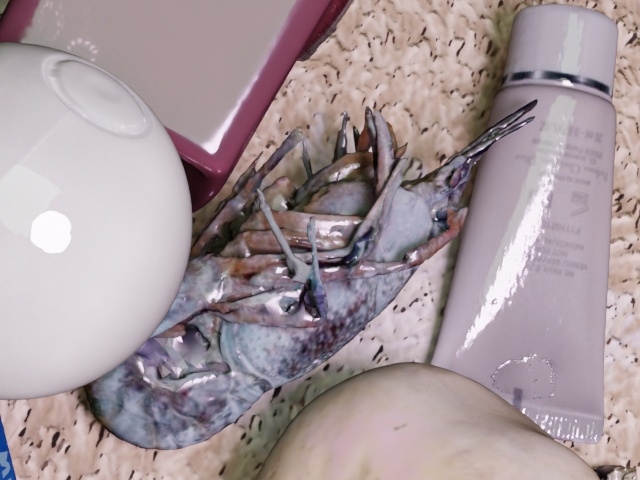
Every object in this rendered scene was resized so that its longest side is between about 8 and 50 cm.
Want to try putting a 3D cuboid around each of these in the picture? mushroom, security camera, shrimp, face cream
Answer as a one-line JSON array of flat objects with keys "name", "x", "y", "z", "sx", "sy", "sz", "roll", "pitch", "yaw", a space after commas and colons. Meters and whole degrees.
[{"name": "mushroom", "x": 0.080, "y": 0.213, "z": 0.980, "sx": 0.234, "sy": 0.254, "sz": 0.260, "roll": 43, "pitch": 36, "yaw": -45}, {"name": "security camera", "x": -0.180, "y": -0.018, "z": 0.788, "sx": 0.236, "sy": 0.194, "sz": 0.195, "roll": 29, "pitch": 69, "yaw": -16}, {"name": "shrimp", "x": -0.001, "y": 0.002, "z": 1.018, "sx": 0.137, "sy": 0.172, "sz": 0.372, "roll": 45, "pitch": 83, "yaw": -8}, {"name": "face cream", "x": 0.162, "y": -0.015, "z": 1.122, "sx": 0.143, "sy": 0.089, "sz": 0.314, "roll": 11, "pitch": 80, "yaw": -13}]

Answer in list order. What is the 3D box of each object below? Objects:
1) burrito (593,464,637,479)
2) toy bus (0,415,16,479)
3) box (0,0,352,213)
[{"name": "burrito", "x": 0.187, "y": 0.263, "z": 1.059, "sx": 0.058, "sy": 0.063, "sz": 0.229, "roll": 15, "pitch": 71, "yaw": 16}, {"name": "toy bus", "x": -0.285, "y": 0.058, "z": 0.926, "sx": 0.138, "sy": 0.175, "sz": 0.288, "roll": -13, "pitch": 78, "yaw": -20}, {"name": "box", "x": -0.104, "y": -0.131, "z": 0.978, "sx": 0.193, "sy": 0.294, "sz": 0.167, "roll": 30, "pitch": 80, "yaw": -5}]
